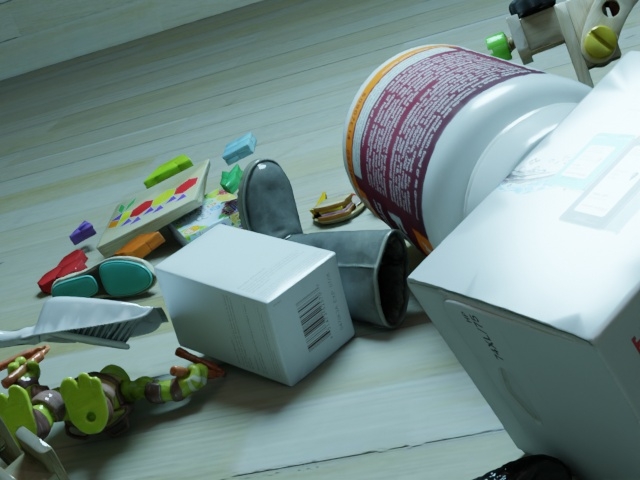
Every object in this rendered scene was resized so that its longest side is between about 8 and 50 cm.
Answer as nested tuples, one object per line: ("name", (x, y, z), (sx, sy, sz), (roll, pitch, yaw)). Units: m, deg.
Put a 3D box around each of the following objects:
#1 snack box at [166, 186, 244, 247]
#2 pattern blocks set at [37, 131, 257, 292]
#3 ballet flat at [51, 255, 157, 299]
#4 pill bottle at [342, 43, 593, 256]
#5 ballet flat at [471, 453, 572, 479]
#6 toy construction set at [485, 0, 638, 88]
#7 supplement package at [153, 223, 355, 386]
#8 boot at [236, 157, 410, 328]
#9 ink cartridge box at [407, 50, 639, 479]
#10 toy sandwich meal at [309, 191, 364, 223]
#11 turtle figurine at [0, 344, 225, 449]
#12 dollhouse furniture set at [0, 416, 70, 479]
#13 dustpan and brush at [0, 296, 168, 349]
("snack box", (-0.158, -0.028, 1.622), (0.100, 0.037, 0.141), (-28, 21, -13))
("pattern blocks set", (-0.239, -0.044, 1.656), (0.324, 0.026, 0.285), (-22, 26, 26))
("ballet flat", (-0.283, 0.049, 1.527), (0.168, 0.057, 0.052), (-10, 13, 23))
("pill bottle", (0.180, -0.067, 1.162), (0.224, 0.224, 0.392), (-23, 21, -9))
("ballet flat", (0.102, 0.204, 0.829), (0.173, 0.058, 0.049), (-20, -20, -2))
("toy construction set", (0.317, -0.188, 1.290), (0.237, 0.258, 0.309), (-13, 24, 9))
("supplement package", (-0.070, 0.063, 1.199), (0.179, 0.105, 0.105), (14, 39, 42))
("boot", (0.002, -0.001, 1.238), (0.076, 0.190, 0.208), (-13, 7, -36))
("ink cartridge box", (0.247, 0.026, 0.827), (0.270, 0.198, 0.197), (-45, 29, -17))
("toy sandwich meal", (0.021, -0.048, 1.525), (0.085, 0.029, 0.085), (-17, 21, 7))
("turtle figurine", (-0.244, 0.159, 1.153), (0.269, 0.087, 0.217), (2, 2, 9))
("dollhouse furniture set", (-0.356, 0.253, 1.004), (0.242, 0.161, 0.212), (24, 54, 34))
("dustpan and brush", (-0.269, 0.091, 1.185), (0.211, 0.060, 0.147), (7, -11, -3))
